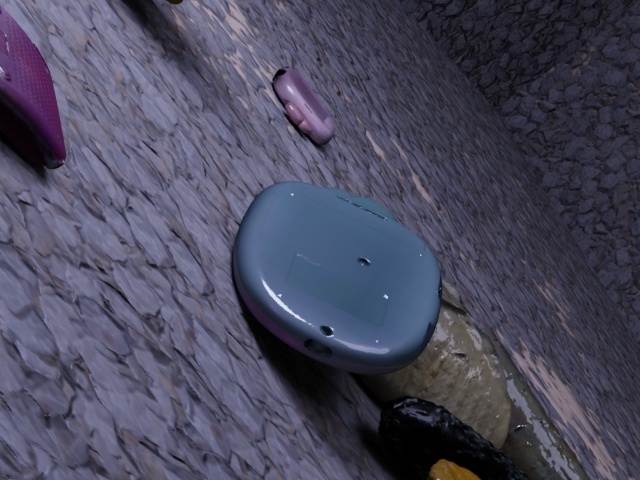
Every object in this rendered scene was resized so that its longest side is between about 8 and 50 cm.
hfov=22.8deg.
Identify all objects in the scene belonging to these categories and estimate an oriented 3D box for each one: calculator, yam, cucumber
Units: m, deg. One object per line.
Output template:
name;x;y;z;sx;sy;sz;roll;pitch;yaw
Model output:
calculator;-0.019;-0.163;1.902;0.103;0.024;0.166;52;12;-12
yam;0.203;0.214;1.584;0.259;0.093;0.093;58;13;16
calculator;-0.235;-0.136;1.032;0.190;0.034;0.126;43;19;-39
cucumber;0.142;0.217;1.392;0.303;0.072;0.081;45;16;-34
calculator;0.018;0.021;1.344;0.185;0.041;0.299;26;26;-3

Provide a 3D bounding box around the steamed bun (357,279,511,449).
steamed bun;0.107;0.105;1.483;0.212;0.110;0.231;55;15;3

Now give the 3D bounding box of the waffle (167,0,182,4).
waffle;-0.151;-0.396;1.495;0.324;0.261;0.151;53;5;-20

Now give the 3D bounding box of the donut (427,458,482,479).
donut;0.139;0.256;1.254;0.178;0.065;0.162;43;10;6
